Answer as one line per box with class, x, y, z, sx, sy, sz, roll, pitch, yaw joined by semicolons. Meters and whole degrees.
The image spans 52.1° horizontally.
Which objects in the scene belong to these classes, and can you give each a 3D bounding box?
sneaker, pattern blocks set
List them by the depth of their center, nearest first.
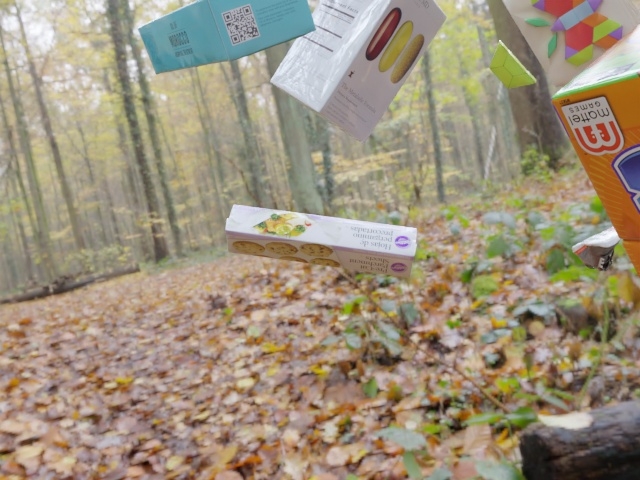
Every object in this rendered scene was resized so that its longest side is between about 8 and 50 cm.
pattern blocks set;0.378;-0.337;0.977;0.285;0.325;0.026;-47;5;35
sneaker;0.498;0.020;1.151;0.061;0.064;0.158;-28;-9;3

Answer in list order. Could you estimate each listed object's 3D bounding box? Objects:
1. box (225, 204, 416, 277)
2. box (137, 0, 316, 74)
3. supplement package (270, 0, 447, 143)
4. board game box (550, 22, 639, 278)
box;0.000;0.000;1.125;0.324;0.063;0.067;8;-38;4
box;-0.110;-0.228;0.703;0.101;0.060;0.244;-27;22;-23
supplement package;0.061;-0.306;1.045;0.134;0.244;0.139;39;10;37
board game box;0.524;-0.102;0.601;0.356;0.356;0.357;-39;16;-20
